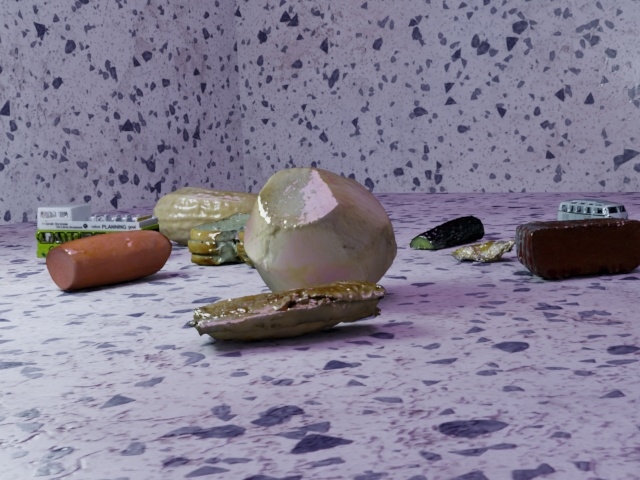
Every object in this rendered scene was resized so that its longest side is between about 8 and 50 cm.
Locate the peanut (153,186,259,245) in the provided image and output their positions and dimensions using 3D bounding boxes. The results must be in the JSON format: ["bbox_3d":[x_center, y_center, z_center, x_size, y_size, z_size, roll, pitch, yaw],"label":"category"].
[{"bbox_3d":[-0.278,-0.061,2.504,0.340,0.158,0.174,2,-23,6],"label":"peanut"}]

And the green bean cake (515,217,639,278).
[{"bbox_3d":[0.490,0.012,1.758,0.233,0.097,0.198,-3,5,-2],"label":"green bean cake"}]

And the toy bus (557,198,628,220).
[{"bbox_3d":[0.676,-0.058,2.317,0.087,0.088,0.194,-7,9,-28],"label":"toy bus"}]

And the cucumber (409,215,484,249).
[{"bbox_3d":[0.306,-0.020,2.255,0.078,0.062,0.211,4,10,44],"label":"cucumber"}]

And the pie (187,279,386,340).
[{"bbox_3d":[-0.050,0.103,1.328,0.283,0.068,0.128,-5,6,-14],"label":"pie"}]

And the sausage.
[{"bbox_3d":[-0.419,0.035,1.906,0.259,0.113,0.114,-11,10,-43],"label":"sausage"}]

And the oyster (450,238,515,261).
[{"bbox_3d":[0.342,0.027,1.985,0.122,0.045,0.146,-18,8,-7],"label":"oyster"}]

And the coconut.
[{"bbox_3d":[0.000,0.000,1.603,0.260,0.259,0.259,-3,7,0],"label":"coconut"}]

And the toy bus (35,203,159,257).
[{"bbox_3d":[-0.533,-0.015,2.241,0.302,0.139,0.113,1,10,19],"label":"toy bus"}]

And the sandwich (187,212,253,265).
[{"bbox_3d":[-0.147,0.001,2.144,0.273,0.095,0.249,2,12,32],"label":"sandwich"}]
